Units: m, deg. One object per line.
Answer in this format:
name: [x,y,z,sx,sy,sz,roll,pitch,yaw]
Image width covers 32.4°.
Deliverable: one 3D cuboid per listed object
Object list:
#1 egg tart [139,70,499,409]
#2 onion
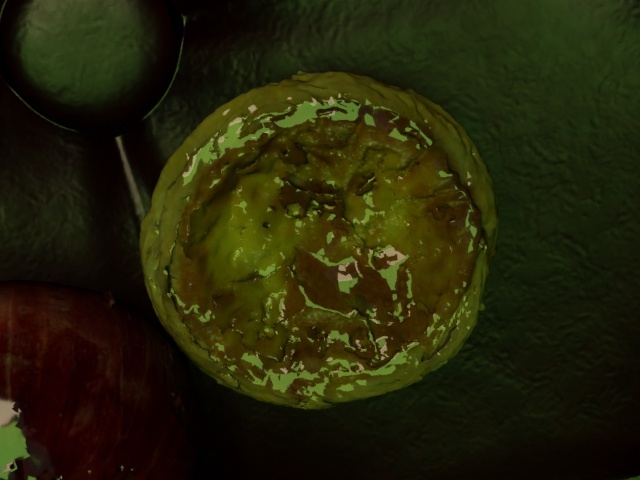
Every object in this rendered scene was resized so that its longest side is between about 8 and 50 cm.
egg tart: [0.000,0.000,0.894,0.290,0.115,0.290,-1,107,-2]
onion: [-0.229,0.154,0.864,0.276,0.276,0.276,-1,105,-2]
